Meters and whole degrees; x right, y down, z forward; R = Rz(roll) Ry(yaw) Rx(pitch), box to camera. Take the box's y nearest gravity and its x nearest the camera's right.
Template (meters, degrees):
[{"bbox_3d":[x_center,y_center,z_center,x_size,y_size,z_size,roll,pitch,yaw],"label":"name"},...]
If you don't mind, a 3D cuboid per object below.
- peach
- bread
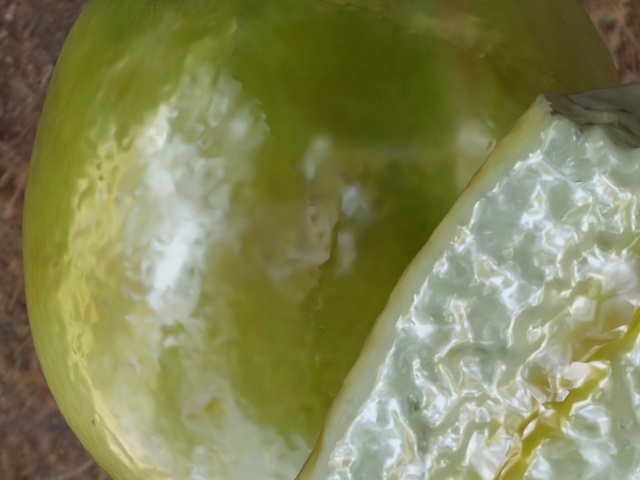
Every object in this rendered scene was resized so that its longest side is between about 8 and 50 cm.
[{"bbox_3d":[0.000,-0.007,0.741,0.282,0.314,0.315,5,107,-13],"label":"peach"},{"bbox_3d":[0.179,0.060,0.486,0.395,0.239,0.264,10,85,21],"label":"bread"}]
